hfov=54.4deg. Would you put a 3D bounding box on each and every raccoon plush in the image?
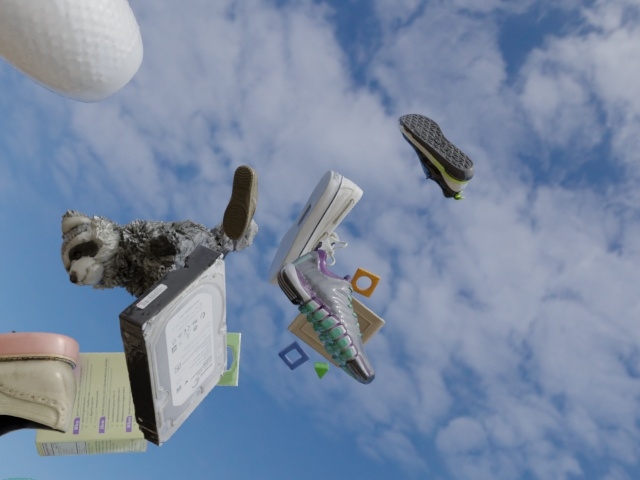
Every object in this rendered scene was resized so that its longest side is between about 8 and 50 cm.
[{"bbox_3d":[-0.387,0.022,1.461,0.299,0.446,0.216,20,-75,19],"label":"raccoon plush"}]

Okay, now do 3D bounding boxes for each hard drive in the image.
[{"bbox_3d":[-0.270,0.207,1.208,0.064,0.237,0.339,21,-51,19],"label":"hard drive"}]

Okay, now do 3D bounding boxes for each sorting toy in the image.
[{"bbox_3d":[0.042,0.215,1.622,0.196,0.047,0.348,37,-74,-12],"label":"sorting toy"}]

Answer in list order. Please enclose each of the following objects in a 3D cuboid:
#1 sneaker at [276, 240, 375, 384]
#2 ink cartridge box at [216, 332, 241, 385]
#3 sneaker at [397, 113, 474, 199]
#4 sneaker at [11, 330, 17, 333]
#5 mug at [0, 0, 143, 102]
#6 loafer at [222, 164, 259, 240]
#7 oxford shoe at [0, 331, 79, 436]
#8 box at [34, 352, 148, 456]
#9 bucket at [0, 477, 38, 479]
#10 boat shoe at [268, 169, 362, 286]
[{"bbox_3d":[0.034,0.111,0.955,0.224,0.098,0.083,54,-20,-5],"label":"sneaker"},{"bbox_3d":[-0.348,0.340,1.759,0.234,0.171,0.056,5,-37,-8],"label":"ink cartridge box"},{"bbox_3d":[0.228,-0.174,1.317,0.235,0.084,0.097,57,-34,35],"label":"sneaker"},{"bbox_3d":[-0.952,0.319,1.769,0.081,0.232,0.090,-48,-108,23],"label":"sneaker"},{"bbox_3d":[-0.545,-0.459,1.242,0.374,0.276,0.328,30,-14,43],"label":"mug"},{"bbox_3d":[-0.143,-0.070,1.172,0.056,0.050,0.148,24,-71,20],"label":"loafer"},{"bbox_3d":[-0.535,0.224,0.837,0.140,0.396,0.147,94,-14,-63],"label":"oxford shoe"},{"bbox_3d":[-0.532,0.388,1.484,0.117,0.242,0.214,116,-29,-52],"label":"box"},{"bbox_3d":[-0.628,0.634,1.249,0.183,0.281,0.281,27,-38,65],"label":"bucket"},{"bbox_3d":[0.000,-0.005,1.674,0.156,0.136,0.367,26,-70,-17],"label":"boat shoe"}]
